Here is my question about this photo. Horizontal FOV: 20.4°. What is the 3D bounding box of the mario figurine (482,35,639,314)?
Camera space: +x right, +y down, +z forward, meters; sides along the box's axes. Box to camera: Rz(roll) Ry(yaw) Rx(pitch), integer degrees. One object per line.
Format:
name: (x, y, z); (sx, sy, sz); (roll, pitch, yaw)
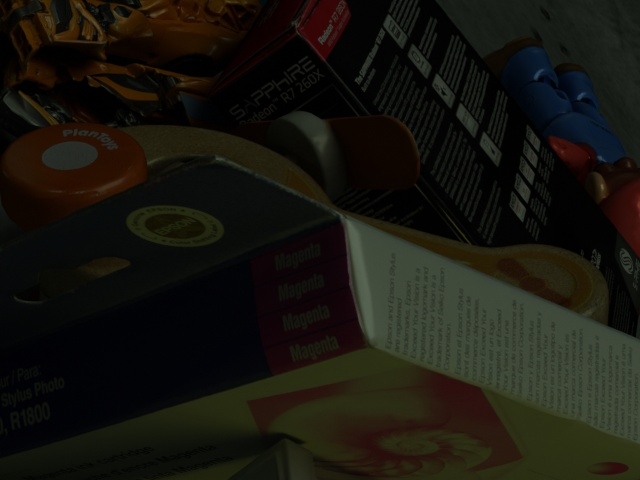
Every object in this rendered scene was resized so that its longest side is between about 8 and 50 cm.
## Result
mario figurine: (0.224, -0.041, 1.638); (0.198, 0.170, 0.321); (-6, 40, -13)

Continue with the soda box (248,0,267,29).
soda box: (0.017, -0.164, 1.512); (0.210, 0.067, 0.071); (40, 32, -15)

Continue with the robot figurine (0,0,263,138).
robot figurine: (-0.141, -0.134, 1.249); (0.291, 0.085, 0.211); (9, 44, -49)

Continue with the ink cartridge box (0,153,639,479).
ink cartridge box: (-0.034, 0.083, 0.916); (0.330, 0.324, 0.071); (21, 61, -38)

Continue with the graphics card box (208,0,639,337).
graphics card box: (0.091, -0.040, 1.294); (0.371, 0.094, 0.233); (48, 29, -16)

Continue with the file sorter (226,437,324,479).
file sorter: (-0.009, 0.281, 0.858); (0.173, 0.193, 0.278); (30, 35, -34)

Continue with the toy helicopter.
toy helicopter: (0.000, 0.000, 1.042); (0.355, 0.140, 0.235); (14, 35, 20)
